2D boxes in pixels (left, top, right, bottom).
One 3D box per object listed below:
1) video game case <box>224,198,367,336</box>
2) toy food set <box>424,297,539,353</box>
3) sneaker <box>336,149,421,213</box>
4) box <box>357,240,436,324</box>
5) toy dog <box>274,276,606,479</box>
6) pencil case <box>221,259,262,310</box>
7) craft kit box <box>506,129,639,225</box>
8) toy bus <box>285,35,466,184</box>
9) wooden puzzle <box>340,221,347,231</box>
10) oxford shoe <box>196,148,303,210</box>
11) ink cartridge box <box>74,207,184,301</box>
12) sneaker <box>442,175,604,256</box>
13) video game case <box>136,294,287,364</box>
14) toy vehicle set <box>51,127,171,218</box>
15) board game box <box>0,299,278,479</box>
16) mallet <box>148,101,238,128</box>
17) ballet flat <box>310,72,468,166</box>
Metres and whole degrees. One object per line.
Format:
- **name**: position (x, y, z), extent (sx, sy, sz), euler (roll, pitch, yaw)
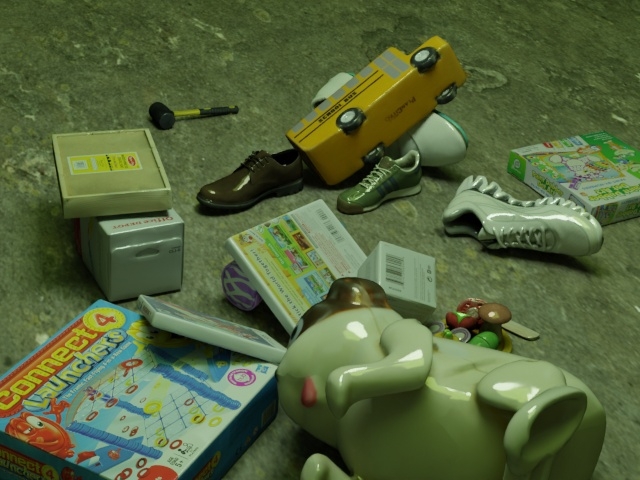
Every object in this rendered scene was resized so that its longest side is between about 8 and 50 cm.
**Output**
- **video game case**: position (-0.008, 0.055, 1.850), extent (0.206, 0.026, 0.227), euler (-24, 71, -40)
- **toy food set**: position (0.229, 0.132, 1.811), extent (0.218, 0.071, 0.128), euler (-24, 41, -39)
- **sneaker**: position (0.111, -0.116, 2.187), extent (0.192, 0.086, 0.064), euler (-18, 38, -33)
- **box**: position (0.116, 0.075, 1.825), extent (0.102, 0.087, 0.101), euler (18, 48, -17)
- **toy dog**: position (0.130, 0.197, 1.494), extent (0.408, 0.285, 0.395), euler (23, 35, 30)
- **pencil case**: position (-0.065, 0.041, 1.907), extent (0.088, 0.086, 0.206), euler (35, 43, 27)
- **craft kit box**: position (0.534, -0.122, 2.299), extent (0.249, 0.061, 0.246), euler (-14, 39, -28)
- **toy bus**: position (0.106, -0.250, 2.220), extent (0.332, 0.108, 0.130), euler (-40, 39, -4)
- **wooden puzzle**: position (0.000, 0.000, 2.052), extent (0.116, 0.014, 0.078), euler (-11, 39, -25)
- **oxford shoe**: position (-0.129, -0.119, 2.151), extent (0.227, 0.096, 0.083), euler (-23, 42, -36)
- **ink cartridge box**: position (-0.307, -0.005, 1.900), extent (0.128, 0.127, 0.176), euler (-10, 32, -25)
- **sneaker**: position (0.346, -0.021, 2.065), extent (0.292, 0.110, 0.118), euler (17, 40, 33)
- **video game case**: position (-0.153, 0.125, 1.678), extent (0.201, 0.023, 0.183), euler (18, 0, -16)
- **toy vehicle set**: position (-0.341, -0.113, 1.920), extent (0.166, 0.035, 0.267), euler (-5, 27, -14)
- **board game box**: position (-0.256, 0.227, 1.564), extent (0.302, 0.086, 0.308), euler (18, 33, 20)
- **mallet**: position (-0.252, -0.257, 2.422), extent (0.189, 0.039, 0.062), euler (-4, 32, -23)
- **ballet flat**: position (0.121, -0.219, 2.347), extent (0.139, 0.139, 0.400), euler (-17, 33, -32)
